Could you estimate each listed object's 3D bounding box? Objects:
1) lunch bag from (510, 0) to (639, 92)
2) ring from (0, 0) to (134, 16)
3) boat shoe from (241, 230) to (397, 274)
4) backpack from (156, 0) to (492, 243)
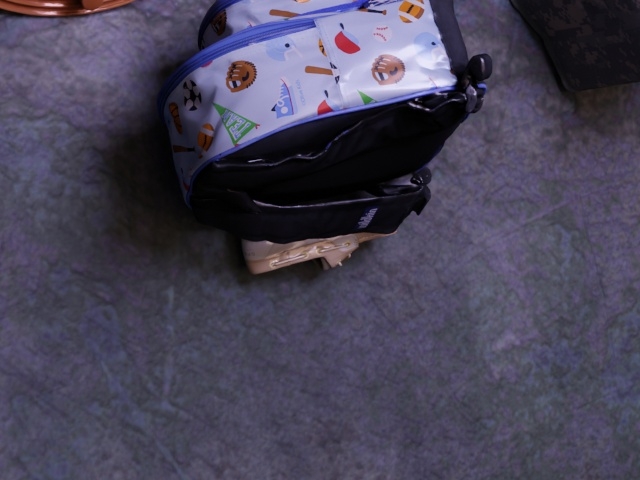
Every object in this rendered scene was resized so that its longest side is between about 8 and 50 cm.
[{"bbox_3d":[0.376,-0.292,1.670,0.287,0.235,0.169,-41,106,-20],"label":"lunch bag"},{"bbox_3d":[-0.185,-0.318,1.352,0.336,0.032,0.337,-19,142,-16],"label":"ring"},{"bbox_3d":[0.000,0.000,1.586,0.170,0.063,0.059,-7,103,-22],"label":"boat shoe"},{"bbox_3d":[-0.013,-0.125,1.458,0.263,0.276,0.213,-20,72,-18],"label":"backpack"}]
